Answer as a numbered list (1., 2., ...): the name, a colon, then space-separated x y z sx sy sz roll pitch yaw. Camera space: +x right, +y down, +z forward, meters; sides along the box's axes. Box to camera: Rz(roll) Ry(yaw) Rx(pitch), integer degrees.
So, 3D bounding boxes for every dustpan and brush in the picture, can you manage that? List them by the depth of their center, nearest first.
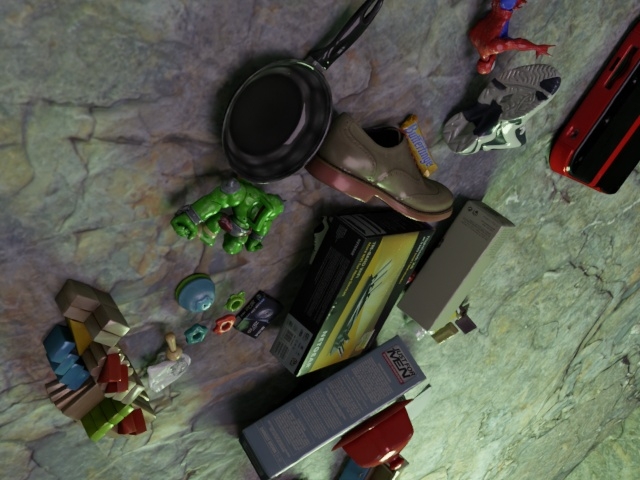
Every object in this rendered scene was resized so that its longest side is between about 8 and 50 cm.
1. dustpan and brush: 0.205 0.412 1.858 0.147 0.060 0.211 -33 147 -9

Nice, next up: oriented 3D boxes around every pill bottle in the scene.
1. pill bottle: 0.249 0.171 1.700 0.116 0.065 0.065 -37 140 -7

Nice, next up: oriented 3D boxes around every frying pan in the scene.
1. frying pan: -0.044 -0.235 1.113 0.197 0.053 0.326 3 116 -44

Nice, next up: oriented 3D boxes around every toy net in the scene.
1. toy net: -0.228 0.164 1.317 0.122 0.045 0.232 13 117 -47

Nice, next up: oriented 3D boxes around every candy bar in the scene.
1. candy bar: 0.179 -0.169 1.381 0.040 0.018 0.161 -40 141 -5

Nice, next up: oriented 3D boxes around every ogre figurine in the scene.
1. ogre figurine: -0.129 -0.038 1.181 0.118 0.096 0.197 -44 130 18

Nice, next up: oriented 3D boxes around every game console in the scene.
1. game console: 0.686 -0.289 1.681 0.342 0.060 0.386 9 119 -50

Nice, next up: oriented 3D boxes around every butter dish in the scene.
1. butter dish: 0.133 0.425 1.596 0.160 0.118 0.160 -20 163 -46

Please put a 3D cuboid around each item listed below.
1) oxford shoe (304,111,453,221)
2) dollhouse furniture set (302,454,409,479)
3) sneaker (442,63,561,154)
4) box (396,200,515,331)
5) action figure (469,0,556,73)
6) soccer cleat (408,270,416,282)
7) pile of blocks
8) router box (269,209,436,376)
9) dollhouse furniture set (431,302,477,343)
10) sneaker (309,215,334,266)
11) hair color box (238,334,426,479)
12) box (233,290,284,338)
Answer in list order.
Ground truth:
1. oxford shoe: 0.135 -0.122 1.309 0.348 0.123 0.130 13 110 -46
2. dollhouse furniture set: 0.072 0.630 1.779 0.303 0.286 0.198 -11 131 -48
3. sneaker: 0.352 -0.234 1.378 0.153 0.094 0.235 -7 152 -50
4. box: 0.282 0.054 1.584 0.275 0.094 0.113 -57 157 16
5. action figure: 0.333 -0.404 1.245 0.139 0.091 0.280 -4 127 -26
6. soccer cleat: 0.163 0.087 1.587 0.083 0.029 0.035 -27 149 -17
7. pile of blocks: -0.356 0.229 1.209 0.149 0.112 0.362 -25 136 -21
8. router box: 0.062 0.092 1.426 0.243 0.081 0.308 -8 130 -52
9. dollhouse furniture set: 0.303 0.181 1.799 0.114 0.091 0.081 -38 -172 28
10. sneaker: 0.000 0.000 1.371 0.044 0.040 0.109 15 113 -25
11. hair color box: 0.020 0.352 1.579 0.375 0.113 0.185 -28 167 -18
12. box: -0.116 0.138 1.402 0.083 0.018 0.067 -47 140 4
